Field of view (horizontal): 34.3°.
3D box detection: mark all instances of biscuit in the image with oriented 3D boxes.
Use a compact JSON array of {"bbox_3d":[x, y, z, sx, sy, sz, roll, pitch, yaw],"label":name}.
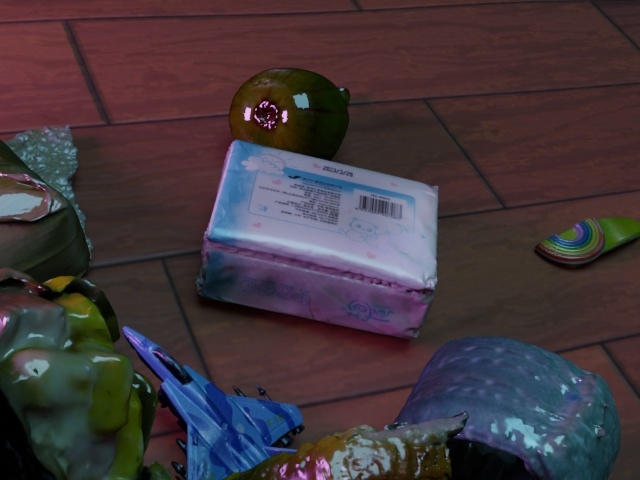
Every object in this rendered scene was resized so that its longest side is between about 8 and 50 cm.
[{"bbox_3d":[-0.352,-0.054,1.250,0.133,0.032,0.250,-3,47,-19],"label":"biscuit"}]

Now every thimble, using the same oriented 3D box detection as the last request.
[{"bbox_3d":[0.177,0.201,1.011,0.198,0.235,0.143,53,43,-11],"label":"thimble"}]

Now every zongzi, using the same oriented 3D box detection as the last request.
[{"bbox_3d":[-0.482,0.012,1.072,0.393,0.174,0.356,-37,50,-17],"label":"zongzi"}]

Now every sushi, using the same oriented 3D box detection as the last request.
[{"bbox_3d":[0.014,0.252,0.885,0.184,0.274,0.139,21,48,-43],"label":"sushi"},{"bbox_3d":[-0.298,0.192,0.810,0.328,0.328,0.285,59,33,-10],"label":"sushi"}]

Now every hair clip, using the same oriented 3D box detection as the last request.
[{"bbox_3d":[0.383,-0.002,1.431,0.188,0.033,0.060,-17,53,-31],"label":"hair clip"}]

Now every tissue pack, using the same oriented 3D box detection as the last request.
[{"bbox_3d":[0.000,-0.002,1.241,0.271,0.124,0.201,12,43,-4],"label":"tissue pack"}]

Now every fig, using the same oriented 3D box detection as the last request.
[{"bbox_3d":[-0.013,-0.161,1.436,0.151,0.151,0.259,37,19,21],"label":"fig"}]

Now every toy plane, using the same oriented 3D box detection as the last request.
[{"bbox_3d":[-0.116,0.180,1.040,0.246,0.078,0.169,39,46,13],"label":"toy plane"}]
